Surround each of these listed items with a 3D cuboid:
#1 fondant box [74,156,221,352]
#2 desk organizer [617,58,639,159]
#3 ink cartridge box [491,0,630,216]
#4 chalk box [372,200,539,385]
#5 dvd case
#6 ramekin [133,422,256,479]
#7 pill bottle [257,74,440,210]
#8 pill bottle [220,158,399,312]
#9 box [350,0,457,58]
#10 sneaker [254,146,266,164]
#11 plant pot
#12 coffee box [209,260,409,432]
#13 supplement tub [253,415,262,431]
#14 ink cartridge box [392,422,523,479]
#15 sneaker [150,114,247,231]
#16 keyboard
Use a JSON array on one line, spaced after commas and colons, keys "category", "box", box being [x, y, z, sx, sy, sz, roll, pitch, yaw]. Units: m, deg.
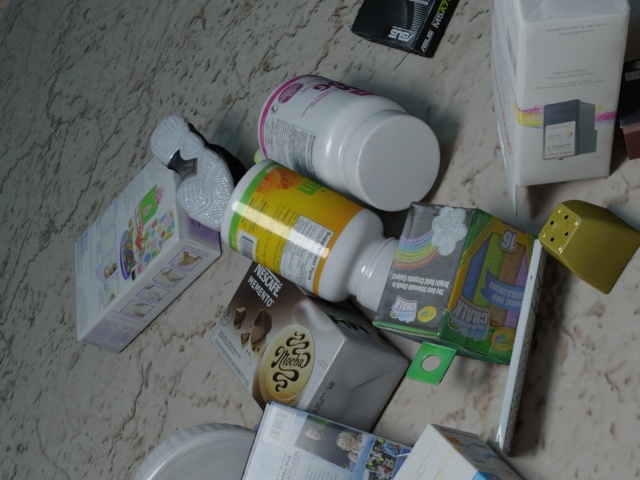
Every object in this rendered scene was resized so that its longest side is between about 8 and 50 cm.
[{"category": "fondant box", "box": [-0.318, 0.014, 2.353, 0.330, 0.096, 0.238, -43, 40, 34]}, {"category": "desk organizer", "box": [0.367, -0.154, 1.520, 0.047, 0.050, 0.130, -12, 38, 13]}, {"category": "ink cartridge box", "box": [0.271, -0.208, 1.532, 0.353, 0.119, 0.207, 81, -176, -55]}, {"category": "chalk box", "box": [0.165, 0.075, 1.604, 0.132, 0.132, 0.213, 9, 79, 55]}, {"category": "dvd case", "box": [0.020, 0.321, 1.627, 0.253, 0.022, 0.180, 16, 84, 18]}, {"category": "ramekin", "box": [-0.136, 0.369, 1.748, 0.272, 0.273, 0.127, -67, 21, 1]}, {"category": "pill bottle", "box": [0.039, -0.139, 1.878, 0.283, 0.160, 0.160, 28, 95, 56]}, {"category": "pill bottle", "box": [0.000, 0.000, 1.784, 0.246, 0.136, 0.136, 28, 96, 16]}, {"category": "box", "box": [0.141, -0.378, 1.979, 0.191, 0.045, 0.184, 32, 96, 57]}, {"category": "sneaker", "box": [-0.064, -0.034, 2.052, 0.126, 0.091, 0.240, 118, 151, -43]}, {"category": "plant pot", "box": [0.299, -0.001, 1.498, 0.081, 0.083, 0.081, -60, 34, 12]}, {"category": "coffee box", "box": [-0.023, 0.153, 1.831, 0.168, 0.119, 0.297, -60, 34, 11]}, {"category": "supplement tub", "box": [-0.065, 0.286, 1.859, 0.107, 0.071, 0.071, -58, 34, 13]}, {"category": "ink cartridge box", "box": [0.160, 0.281, 1.506, 0.143, 0.092, 0.090, 43, 107, 46]}, {"category": "sneaker", "box": [-0.172, -0.096, 2.171, 0.101, 0.153, 0.268, -46, 49, 11]}, {"category": "keyboard", "box": [0.239, 0.123, 1.532, 0.014, 0.072, 0.256, 8, 76, 22]}]
